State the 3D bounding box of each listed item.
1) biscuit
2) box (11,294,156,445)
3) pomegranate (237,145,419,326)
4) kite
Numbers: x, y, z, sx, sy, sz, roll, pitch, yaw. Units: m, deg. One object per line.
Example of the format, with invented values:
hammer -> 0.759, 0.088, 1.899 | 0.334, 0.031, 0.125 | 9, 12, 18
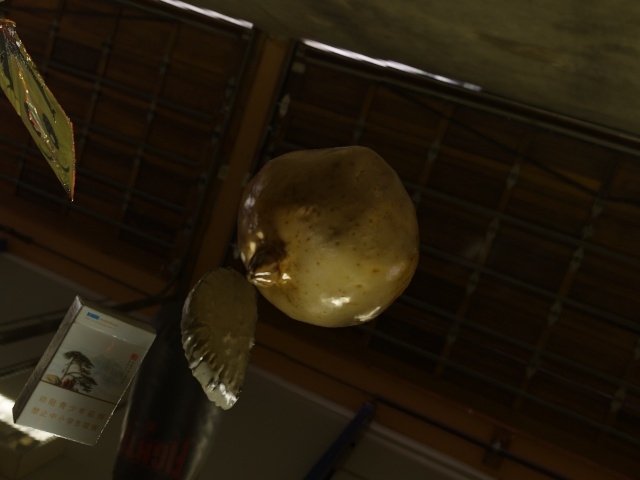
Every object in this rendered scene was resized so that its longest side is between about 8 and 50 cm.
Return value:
biscuit -> -0.194, 0.165, 1.190 | 0.084, 0.281, 0.179 | -21, 136, 25
box -> -0.415, 0.230, 1.096 | 0.150, 0.233, 0.067 | 32, 176, -35
pomegranate -> 0.000, 0.000, 1.222 | 0.411, 0.409, 0.410 | 18, -171, -3
kite -> -0.461, -0.203, 1.010 | 0.013, 0.327, 0.378 | -30, -141, -30
